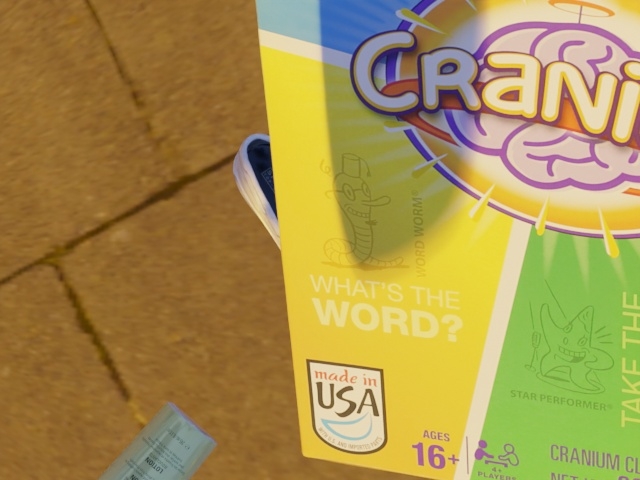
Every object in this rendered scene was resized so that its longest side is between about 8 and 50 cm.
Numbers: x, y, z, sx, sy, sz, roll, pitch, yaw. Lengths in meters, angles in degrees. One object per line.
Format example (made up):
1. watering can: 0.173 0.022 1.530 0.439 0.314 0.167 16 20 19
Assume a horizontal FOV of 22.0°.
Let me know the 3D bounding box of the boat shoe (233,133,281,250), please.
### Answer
1. boat shoe: 0.000 0.000 1.657 0.095 0.084 0.258 -43 82 -8

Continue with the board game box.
1. board game box: 0.099 -0.046 0.612 0.064 0.242 0.316 -51 141 -54

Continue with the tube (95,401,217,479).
1. tube: -0.190 0.255 1.477 0.240 0.070 0.062 -49 134 -4
